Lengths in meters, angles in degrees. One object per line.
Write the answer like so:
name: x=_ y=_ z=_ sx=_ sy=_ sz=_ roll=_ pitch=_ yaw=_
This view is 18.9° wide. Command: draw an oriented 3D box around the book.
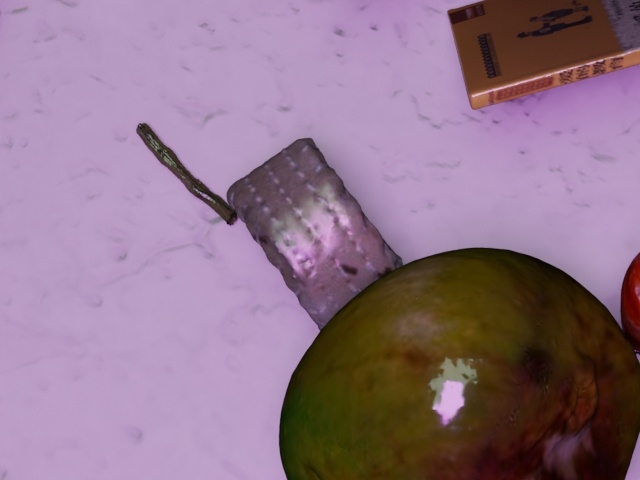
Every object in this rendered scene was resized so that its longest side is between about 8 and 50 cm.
book: x=0.160 y=-0.124 z=1.075 sx=0.172 sy=0.118 sz=0.012 roll=-15 pitch=119 yaw=6

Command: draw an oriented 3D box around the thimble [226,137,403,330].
thimble: x=0.000 y=0.000 z=1.084 sx=0.062 sy=0.084 sz=0.110 roll=-37 pitch=76 yaw=1

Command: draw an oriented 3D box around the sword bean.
sword bean: x=-0.080 y=-0.039 z=1.141 sx=0.083 sy=0.012 sz=0.012 roll=44 pitch=90 yaw=11

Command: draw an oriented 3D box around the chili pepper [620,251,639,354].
chili pepper: x=0.200 y=0.033 z=1.030 sx=0.073 sy=0.123 sz=0.070 roll=37 pitch=86 yaw=14

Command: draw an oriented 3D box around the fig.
fig: x=0.068 y=0.096 z=1.020 sx=0.191 sy=0.181 sz=0.181 roll=-13 pitch=79 yaw=31
